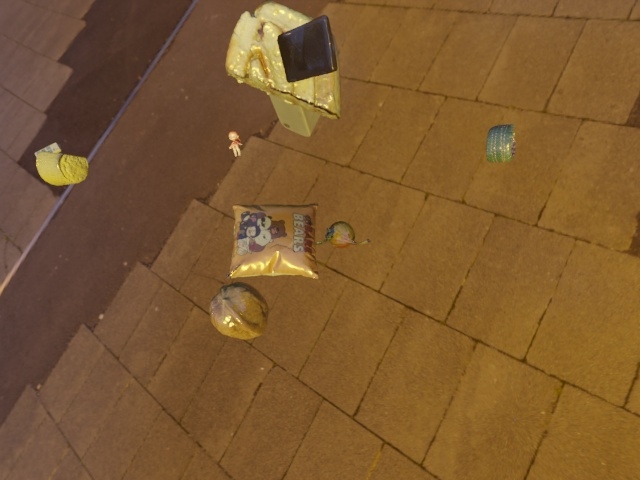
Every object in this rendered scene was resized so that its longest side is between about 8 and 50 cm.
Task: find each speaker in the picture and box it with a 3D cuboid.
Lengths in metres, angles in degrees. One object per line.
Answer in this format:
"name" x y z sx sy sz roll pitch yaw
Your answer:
"speaker" -0.108 -0.670 1.856 0.183 0.406 0.184 28 79 16

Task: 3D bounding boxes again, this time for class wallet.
"wallet" -0.036 -0.475 1.024 0.025 0.124 0.244 -24 24 -24

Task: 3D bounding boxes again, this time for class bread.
"bread" -0.078 -0.565 1.262 0.394 0.239 0.264 18 98 -9
"bread" -0.846 -0.237 1.337 0.114 0.129 0.111 3 98 25

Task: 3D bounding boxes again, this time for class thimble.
"thimble" 0.663 -0.352 1.490 0.090 0.118 0.135 3 55 32

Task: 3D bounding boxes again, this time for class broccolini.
"broccolini" 0.007 0.003 1.778 0.194 0.052 0.054 -37 30 53

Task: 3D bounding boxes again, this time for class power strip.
"power strip" -0.973 -0.316 1.453 0.090 0.016 0.040 -35 68 -14

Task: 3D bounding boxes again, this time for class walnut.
"walnut" -0.336 0.305 1.731 0.227 0.283 0.283 -38 57 2

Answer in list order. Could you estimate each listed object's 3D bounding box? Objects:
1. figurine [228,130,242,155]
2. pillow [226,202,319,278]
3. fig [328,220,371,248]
"figurine" -0.369 -0.419 1.763 0.064 0.047 0.109 -13 89 16
"pillow" -0.158 -0.006 1.400 0.312 0.119 0.310 1 55 -5
"fig" 0.130 -0.009 1.768 0.236 0.124 0.124 24 80 47
